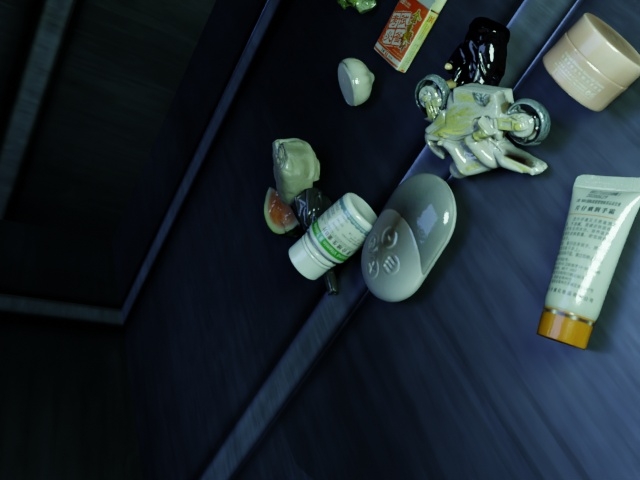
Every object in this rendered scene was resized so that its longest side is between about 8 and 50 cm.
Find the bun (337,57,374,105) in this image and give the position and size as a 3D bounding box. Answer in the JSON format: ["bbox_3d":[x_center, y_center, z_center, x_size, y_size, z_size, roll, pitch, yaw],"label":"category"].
[{"bbox_3d":[0.112,-0.465,1.790,0.138,0.094,0.138,163,90,-80],"label":"bun"}]

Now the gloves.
[{"bbox_3d":[0.346,-0.381,1.387,0.164,0.124,0.203,-107,25,-52],"label":"gloves"}]

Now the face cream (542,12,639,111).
[{"bbox_3d":[0.492,-0.320,1.111,0.104,0.149,0.149,-49,42,38],"label":"face cream"}]

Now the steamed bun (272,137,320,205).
[{"bbox_3d":[-0.072,-0.225,1.937,0.211,0.144,0.218,-107,12,-46],"label":"steamed bun"}]

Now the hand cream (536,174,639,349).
[{"bbox_3d":[0.464,0.030,1.092,0.140,0.089,0.314,19,91,56],"label":"hand cream"}]

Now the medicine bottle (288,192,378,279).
[{"bbox_3d":[0.034,-0.007,1.652,0.237,0.139,0.139,-39,46,21],"label":"medicine bottle"}]

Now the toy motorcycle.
[{"bbox_3d":[0.333,-0.227,1.324,0.341,0.108,0.222,27,130,44],"label":"toy motorcycle"}]

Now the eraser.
[{"bbox_3d":[0.244,-0.595,1.684,0.230,0.038,0.157,-60,36,26],"label":"eraser"}]

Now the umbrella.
[{"bbox_3d":[0.000,0.000,1.799,0.118,0.118,0.340,-40,56,43],"label":"umbrella"}]

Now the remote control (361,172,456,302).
[{"bbox_3d":[0.205,-0.005,1.474,0.332,0.104,0.221,-60,40,21],"label":"remote control"}]

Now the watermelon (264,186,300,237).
[{"bbox_3d":[-0.125,-0.082,2.018,0.245,0.063,0.119,53,128,48],"label":"watermelon"}]

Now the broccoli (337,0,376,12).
[{"bbox_3d":[0.114,-0.760,1.863,0.162,0.146,0.137,-12,100,39],"label":"broccoli"}]
